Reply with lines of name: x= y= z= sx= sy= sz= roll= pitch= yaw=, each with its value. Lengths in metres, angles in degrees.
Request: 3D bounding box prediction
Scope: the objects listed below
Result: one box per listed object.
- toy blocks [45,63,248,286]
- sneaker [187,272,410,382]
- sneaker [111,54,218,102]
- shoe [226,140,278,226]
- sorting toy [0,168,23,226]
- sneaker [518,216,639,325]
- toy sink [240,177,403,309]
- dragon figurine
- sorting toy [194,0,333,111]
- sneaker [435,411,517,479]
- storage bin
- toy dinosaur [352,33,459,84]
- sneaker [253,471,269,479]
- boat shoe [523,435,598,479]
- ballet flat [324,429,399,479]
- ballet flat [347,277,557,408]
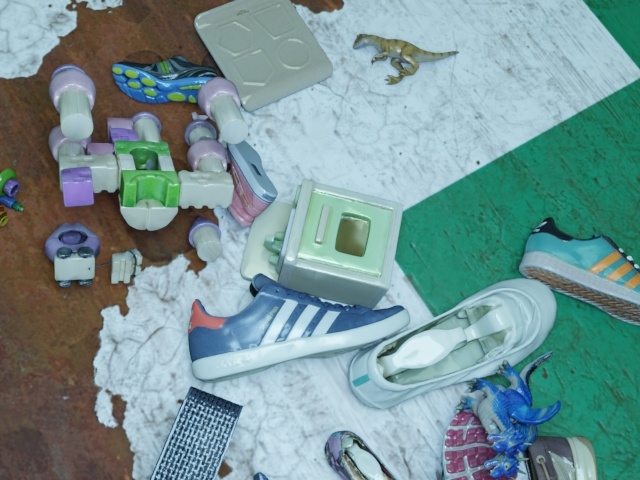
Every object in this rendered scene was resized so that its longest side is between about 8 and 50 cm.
toy blocks: x=-0.292 y=-0.130 z=1.182 sx=0.289 sy=0.308 sz=0.260 roll=-2 pitch=36 yaw=-22
sneaker: x=-0.036 y=0.114 z=1.148 sx=0.350 sy=0.131 sz=0.148 roll=-10 pitch=76 yaw=-13
sneaker: x=-0.273 y=-0.288 z=1.307 sx=0.188 sy=0.067 sz=0.078 roll=3 pitch=48 yaw=-6
shoe: x=-0.137 y=-0.103 z=1.250 sx=0.063 sy=0.081 sz=0.178 roll=21 pitch=28 yaw=-43
sorting toy: x=-0.503 y=-0.061 z=1.177 sx=0.042 sy=0.061 sz=0.102 roll=31 pitch=91 yaw=2
sneaker: x=0.502 y=0.054 z=1.273 sx=0.302 sy=0.108 sz=0.121 roll=24 pitch=72 yaw=2
toy sink: x=0.000 y=0.000 z=1.198 sx=0.234 sy=0.131 sz=0.152 roll=14 pitch=67 yaw=-3
dragon figurine: x=0.307 y=0.264 z=1.127 sx=0.289 sy=0.085 sz=0.144 roll=-10 pitch=41 yaw=-45
sorting toy: x=-0.106 y=-0.357 z=1.371 sx=0.193 sy=0.038 sz=0.208 roll=-27 pitch=81 yaw=-18
sneaker: x=0.219 y=0.401 z=1.101 sx=0.121 sy=0.112 sz=0.299 roll=15 pitch=55 yaw=-10
storage bin: x=-0.183 y=0.313 z=1.053 sx=0.084 sy=0.122 sz=0.180 roll=20 pitch=68 yaw=-1
toy dinosaur: x=0.168 y=-0.352 z=1.396 sx=0.212 sy=0.064 sz=0.112 roll=12 pitch=67 yaw=-5
sneaker: x=-0.088 y=0.407 z=1.072 sx=0.058 sy=0.052 sz=0.135 roll=-16 pitch=60 yaw=4
boat shoe: x=0.349 y=0.460 z=1.095 sx=0.123 sy=0.123 sz=0.341 roll=5 pitch=65 yaw=1
ballet flat: x=0.092 y=0.374 z=1.099 sx=0.077 sy=0.079 sz=0.221 roll=-39 pitch=80 yaw=-21
ballet flat: x=0.235 y=0.157 z=1.178 sx=0.400 sy=0.139 sz=0.139 roll=-20 pitch=74 yaw=-16
